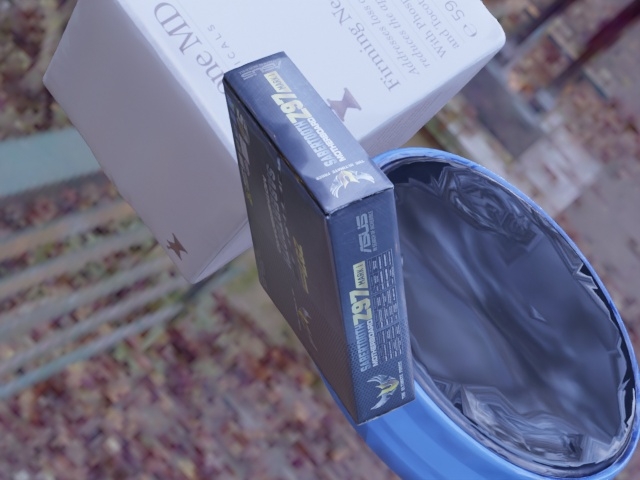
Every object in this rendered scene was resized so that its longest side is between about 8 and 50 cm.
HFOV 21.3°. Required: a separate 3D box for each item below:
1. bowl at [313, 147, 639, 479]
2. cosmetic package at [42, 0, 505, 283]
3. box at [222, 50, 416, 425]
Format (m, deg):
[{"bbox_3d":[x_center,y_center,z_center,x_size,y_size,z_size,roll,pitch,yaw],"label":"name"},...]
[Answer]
[{"bbox_3d":[0.148,0.081,1.591,0.391,0.077,0.391,27,42,-27],"label":"bowl"},{"bbox_3d":[-0.063,-0.215,2.062,0.394,0.327,0.329,-35,86,-27],"label":"cosmetic package"},{"bbox_3d":[0.000,0.000,1.292,0.183,0.059,0.232,53,-19,42],"label":"box"}]
